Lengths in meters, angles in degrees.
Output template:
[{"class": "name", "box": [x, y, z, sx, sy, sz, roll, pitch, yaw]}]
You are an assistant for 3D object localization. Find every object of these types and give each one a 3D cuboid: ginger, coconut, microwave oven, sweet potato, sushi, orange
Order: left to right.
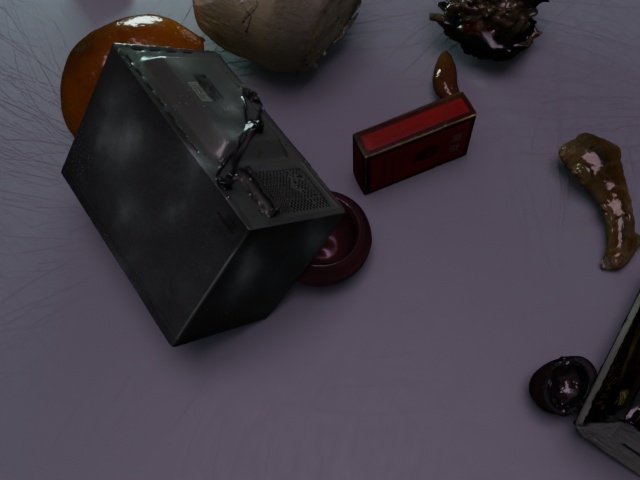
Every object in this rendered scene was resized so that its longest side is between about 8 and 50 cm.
[{"class": "orange", "box": [-0.403, -0.324, 1.491, 0.274, 0.310, 0.274, 20, 30, -12]}, {"class": "microwave oven", "box": [-0.220, -0.096, 1.280, 0.236, 0.374, 0.432, -14, 59, -47]}, {"class": "coconut", "box": [-0.106, -0.549, 1.518, 0.360, 0.346, 0.346, 33, 71, 9]}, {"class": "sweet potato", "box": [0.271, -0.335, 1.553, 0.058, 0.055, 0.202, -2, 64, 2]}, {"class": "sushi", "box": [0.374, -0.506, 1.564, 0.225, 0.218, 0.238, -14, 29, -41]}, {"class": "ginger", "box": [0.555, -0.085, 1.417, 0.131, 0.086, 0.294, 1, 69, -21]}]

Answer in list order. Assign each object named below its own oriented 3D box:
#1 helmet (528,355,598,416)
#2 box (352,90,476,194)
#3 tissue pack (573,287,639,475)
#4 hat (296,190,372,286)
[{"class": "helmet", "box": [0.420, 0.255, 1.268, 0.123, 0.070, 0.098, -22, 94, -27]}, {"class": "box", "box": [0.184, -0.192, 1.440, 0.240, 0.153, 0.074, -23, 62, -8]}, {"class": "tissue pack", "box": [0.602, 0.214, 1.204, 0.210, 0.198, 0.370, 35, 71, -2]}, {"class": "hat", "box": [0.000, 0.000, 1.395, 0.206, 0.089, 0.205, 1, 63, -2]}]
